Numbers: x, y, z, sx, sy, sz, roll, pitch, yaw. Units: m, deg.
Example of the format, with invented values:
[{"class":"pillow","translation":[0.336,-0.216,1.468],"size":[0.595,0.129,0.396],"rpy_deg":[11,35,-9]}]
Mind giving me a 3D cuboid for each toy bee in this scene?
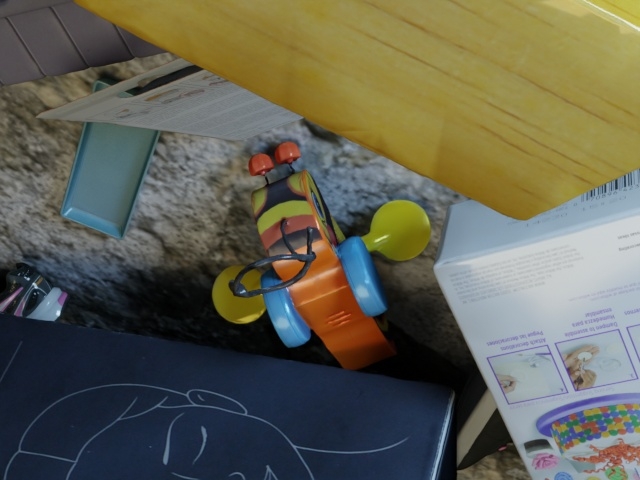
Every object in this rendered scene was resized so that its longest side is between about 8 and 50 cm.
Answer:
[{"class":"toy bee","translation":[0.000,0.000,0.974],"size":[0.195,0.162,0.298],"rpy_deg":[-12,154,-10]}]

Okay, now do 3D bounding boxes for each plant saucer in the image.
[{"class":"plant saucer","translation":[-0.190,-0.073,1.028],"size":[0.067,0.018,0.192],"rpy_deg":[22,139,-7]}]

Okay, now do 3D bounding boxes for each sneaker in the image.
[{"class":"sneaker","translation":[-0.350,0.069,1.209],"size":[0.178,0.072,0.077],"rpy_deg":[-25,113,28]},{"class":"sneaker","translation":[0.221,0.161,1.084],"size":[0.146,0.105,0.296],"rpy_deg":[24,134,-2]}]

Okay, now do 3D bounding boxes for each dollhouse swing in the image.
[{"class":"dollhouse swing","translation":[0.109,-0.247,0.490],"size":[0.315,0.347,0.305],"rpy_deg":[25,139,-10]}]

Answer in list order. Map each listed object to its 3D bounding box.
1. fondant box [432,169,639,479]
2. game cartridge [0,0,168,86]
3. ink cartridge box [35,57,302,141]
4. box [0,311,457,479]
[{"class":"fondant box","translation":[0.264,0.096,0.911],"size":[0.238,0.096,0.330],"rpy_deg":[-16,117,23]},{"class":"game cartridge","translation":[-0.213,-0.252,0.672],"size":[0.230,0.068,0.355],"rpy_deg":[-4,134,27]},{"class":"ink cartridge box","translation":[-0.057,-0.126,0.796],"size":[0.189,0.066,0.232],"rpy_deg":[-15,168,32]},{"class":"box","translation":[-0.151,0.357,1.004],"size":[0.471,0.480,0.297],"rpy_deg":[9,140,14]}]
